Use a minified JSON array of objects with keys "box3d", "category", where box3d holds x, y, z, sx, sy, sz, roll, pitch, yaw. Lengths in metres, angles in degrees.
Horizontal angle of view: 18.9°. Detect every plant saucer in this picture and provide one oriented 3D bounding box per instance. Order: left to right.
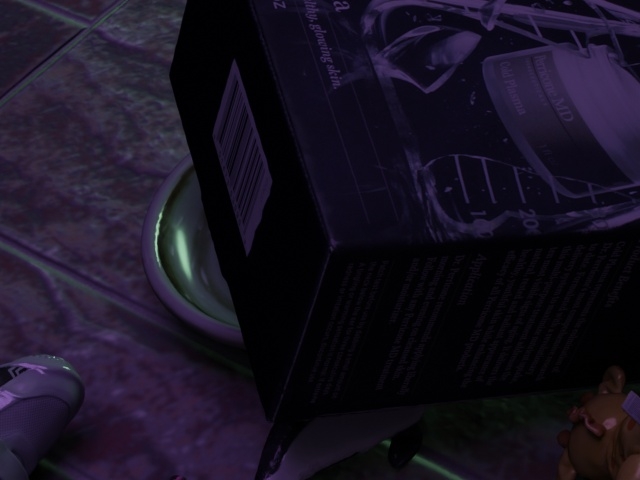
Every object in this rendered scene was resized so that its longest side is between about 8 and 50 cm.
[{"box3d":[0.000,0.000,2.187,0.400,0.101,0.400,-7,44,7],"category":"plant saucer"}]

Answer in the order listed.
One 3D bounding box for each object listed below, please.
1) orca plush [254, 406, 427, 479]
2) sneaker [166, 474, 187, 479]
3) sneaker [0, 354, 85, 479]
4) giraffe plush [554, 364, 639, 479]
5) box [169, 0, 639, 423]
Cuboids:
[{"box3d":[0.017,0.190,2.006,0.287,0.151,0.102,-54,20,-17],"category":"orca plush"},{"box3d":[-0.183,0.285,1.986,0.057,0.047,0.119,10,46,39],"category":"sneaker"},{"box3d":[-0.349,0.285,1.964,0.366,0.137,0.210,-40,49,-18],"category":"sneaker"},{"box3d":[0.305,0.212,1.859,0.181,0.210,0.170,-36,18,-17],"category":"giraffe plush"},{"box3d":[0.138,-0.102,1.964,0.471,0.297,0.480,-4,53,-20],"category":"box"}]
